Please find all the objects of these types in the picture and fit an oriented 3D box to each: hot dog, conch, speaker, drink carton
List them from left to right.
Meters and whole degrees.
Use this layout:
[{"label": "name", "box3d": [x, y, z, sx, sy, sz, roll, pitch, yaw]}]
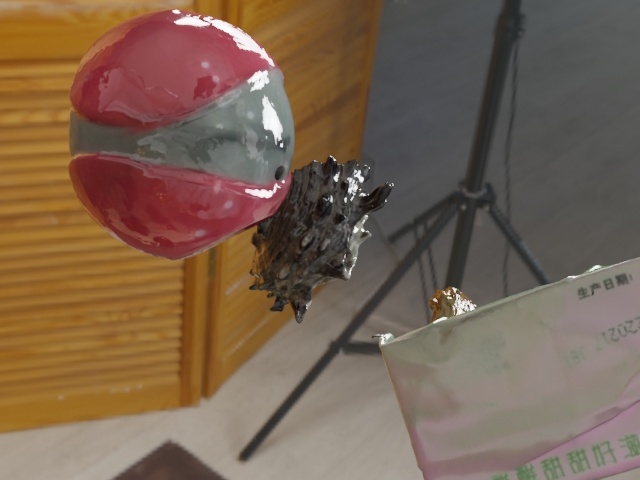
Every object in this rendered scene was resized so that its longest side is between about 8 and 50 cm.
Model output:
[{"label": "speaker", "box3d": [-0.164, -0.132, 1.278, 0.294, 0.294, 0.294, 4, 33, -3]}, {"label": "conch", "box3d": [-0.002, -0.010, 1.712, 0.186, 0.313, 0.240, 36, 43, 11]}, {"label": "hot dog", "box3d": [0.274, 0.199, 2.097, 0.114, 0.259, 0.175, -19, 41, 37]}, {"label": "drink carton", "box3d": [0.153, 0.084, 0.661, 0.161, 0.108, 0.271, -22, -12, 17]}]
